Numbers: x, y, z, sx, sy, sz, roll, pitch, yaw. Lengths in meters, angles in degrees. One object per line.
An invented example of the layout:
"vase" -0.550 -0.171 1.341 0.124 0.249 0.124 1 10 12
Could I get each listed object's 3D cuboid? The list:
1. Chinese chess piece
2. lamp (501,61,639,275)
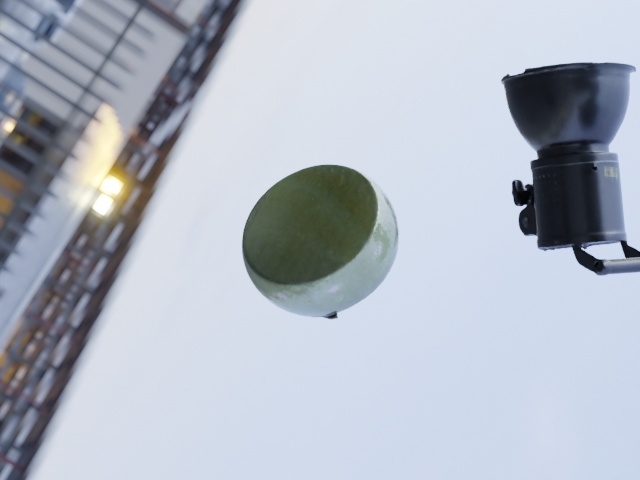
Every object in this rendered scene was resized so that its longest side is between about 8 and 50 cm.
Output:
"Chinese chess piece" 0.000 0.000 1.395 0.144 0.058 0.144 -13 -129 16
"lamp" 0.277 -0.073 1.723 0.172 0.147 0.227 -6 -93 57
